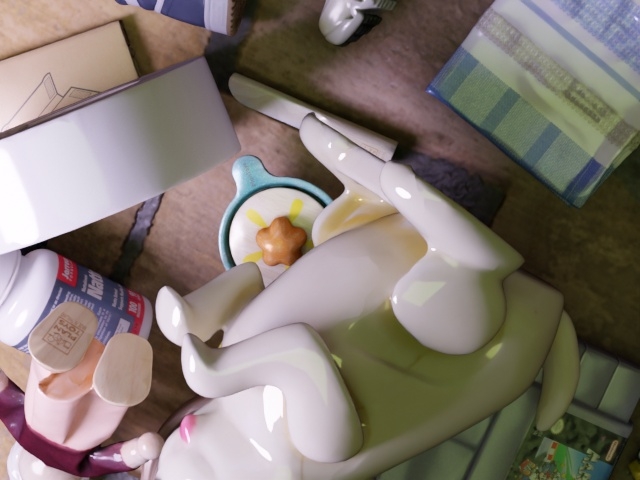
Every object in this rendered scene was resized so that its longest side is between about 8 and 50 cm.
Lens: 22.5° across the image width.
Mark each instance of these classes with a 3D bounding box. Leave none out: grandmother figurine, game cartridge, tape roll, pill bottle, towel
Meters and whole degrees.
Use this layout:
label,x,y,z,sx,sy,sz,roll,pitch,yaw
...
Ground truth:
label,x,y,z,sx,sy,sz,roll,pitch,yaw
grandmother figurine,-0.262,0.182,1.621,0.208,0.104,0.342,36,147,6
game cartridge,0.171,0.251,1.667,0.230,0.068,0.355,24,98,2
tape roll,-0.223,-0.080,1.530,0.286,0.286,0.100,-21,99,11
pill bottle,-0.273,0.070,1.646,0.180,0.108,0.108,28,105,-26
towel,0.270,-0.195,1.595,0.209,0.034,0.285,39,104,-2

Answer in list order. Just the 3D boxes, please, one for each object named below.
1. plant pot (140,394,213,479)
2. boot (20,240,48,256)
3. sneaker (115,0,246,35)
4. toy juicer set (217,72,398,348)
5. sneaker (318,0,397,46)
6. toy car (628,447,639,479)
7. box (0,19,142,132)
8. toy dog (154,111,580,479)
label,x,y,z,sx,sy,sz,roll,pitch,yaw
plant pot,-0.082,0.279,1.699,0.237,0.110,0.237,1,103,6
boot,-0.337,0.026,1.698,0.121,0.045,0.099,-15,114,3
sneaker,-0.142,-0.336,1.549,0.153,0.099,0.282,12,127,7
toy juicer set,0.000,0.000,1.639,0.209,0.089,0.329,3,102,6
sneaker,0.054,-0.332,1.563,0.118,0.110,0.292,23,95,9
toy car,0.444,0.191,1.610,0.225,0.053,0.239,9,129,-4
box,-0.273,-0.121,1.681,0.201,0.021,0.164,-18,99,9
toy dog,0.014,0.141,1.520,0.395,0.284,0.408,36,91,-36
